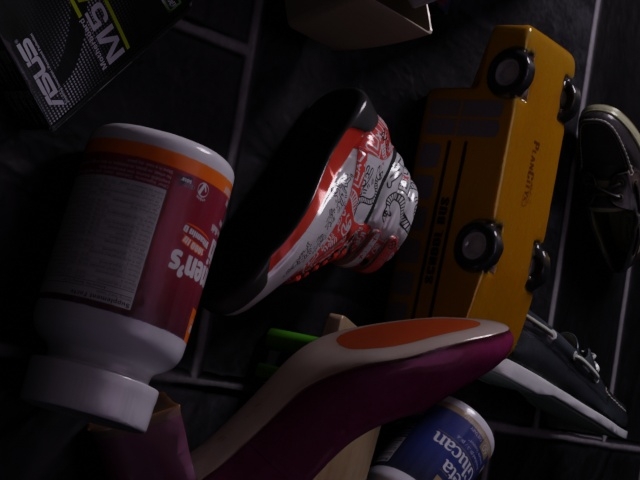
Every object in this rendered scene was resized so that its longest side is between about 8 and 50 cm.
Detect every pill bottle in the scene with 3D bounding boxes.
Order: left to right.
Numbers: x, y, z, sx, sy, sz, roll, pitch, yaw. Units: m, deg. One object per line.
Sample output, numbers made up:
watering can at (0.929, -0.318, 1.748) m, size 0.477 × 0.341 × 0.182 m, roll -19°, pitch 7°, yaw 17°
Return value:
pill bottle at (-0.152, 0.031, 1.159) m, size 0.121 × 0.121 × 0.221 m, roll 29°, pitch 71°, yaw -47°
pill bottle at (0.096, 0.242, 1.495) m, size 0.169 × 0.094 × 0.094 m, roll -48°, pitch 127°, yaw -36°

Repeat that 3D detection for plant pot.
plant pot at (0.025, -0.231, 1.350) m, size 0.109 × 0.096 × 0.109 m, roll 20°, pitch 56°, yaw -49°

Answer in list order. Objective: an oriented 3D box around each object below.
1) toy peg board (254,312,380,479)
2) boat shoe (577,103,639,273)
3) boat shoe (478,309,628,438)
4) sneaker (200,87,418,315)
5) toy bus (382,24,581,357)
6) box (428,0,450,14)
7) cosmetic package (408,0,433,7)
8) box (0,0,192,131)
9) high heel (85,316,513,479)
toy peg board at (-0.008, 0.161, 1.395) m, size 0.160 × 0.079 × 0.161 m, roll 44°, pitch 60°, yaw -61°
boat shoe at (0.351, -0.057, 1.782) m, size 0.073 × 0.080 × 0.223 m, roll -54°, pitch 136°, yaw -38°
boat shoe at (0.267, 0.146, 1.676) m, size 0.302 × 0.114 × 0.091 m, roll 32°, pitch 75°, yaw -47°
sneaker at (0.001, -0.001, 1.363) m, size 0.145 × 0.090 × 0.270 m, roll 56°, pitch 51°, yaw -34°
toy bus at (0.165, -0.047, 1.521) m, size 0.108 × 0.130 × 0.332 m, roll 20°, pitch 78°, yaw -48°
box at (0.063, -0.340, 1.439) m, size 0.233 × 0.044 × 0.159 m, roll 30°, pitch 71°, yaw -47°
cosmetic package at (0.068, -0.332, 1.306) m, size 0.231 × 0.085 × 0.117 m, roll 57°, pitch 35°, yaw -20°
box at (-0.200, -0.211, 1.139) m, size 0.184 × 0.045 × 0.190 m, roll -49°, pitch 127°, yaw -37°
high heel at (-0.001, 0.185, 1.262) m, size 0.377 × 0.127 × 0.181 m, roll -15°, pitch 101°, yaw -8°
